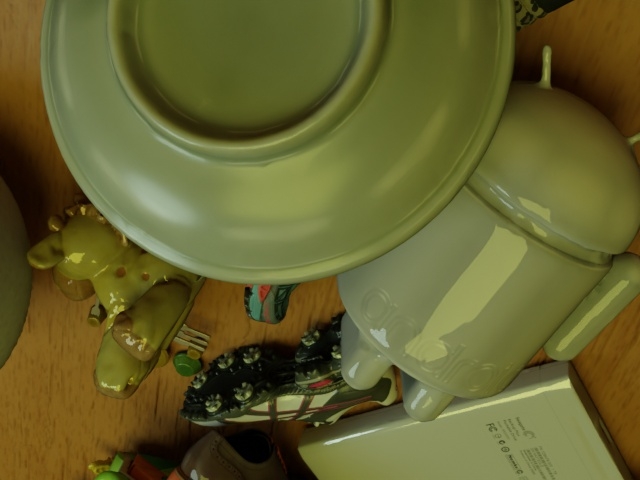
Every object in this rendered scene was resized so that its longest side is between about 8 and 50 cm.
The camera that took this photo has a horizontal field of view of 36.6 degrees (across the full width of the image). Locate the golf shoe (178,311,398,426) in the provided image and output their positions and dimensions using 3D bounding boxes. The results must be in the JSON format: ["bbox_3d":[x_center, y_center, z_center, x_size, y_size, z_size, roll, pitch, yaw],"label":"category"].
[{"bbox_3d":[-0.041,0.183,1.145,0.273,0.105,0.120,-19,125,25],"label":"golf shoe"}]

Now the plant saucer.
[{"bbox_3d":[-0.049,-0.166,0.756,0.401,0.100,0.400,-1,86,10],"label":"plant saucer"}]

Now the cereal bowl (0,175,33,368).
[{"bbox_3d":[-0.448,0.032,1.064,0.339,0.141,0.338,1,93,24],"label":"cereal bowl"}]

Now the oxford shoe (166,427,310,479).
[{"bbox_3d":[-0.067,0.292,1.193,0.098,0.097,0.271,-59,144,1],"label":"oxford shoe"}]

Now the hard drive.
[{"bbox_3d":[0.181,0.282,1.196,0.353,0.047,0.233,-20,119,24],"label":"hard drive"}]

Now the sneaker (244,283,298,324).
[{"bbox_3d":[0.000,0.000,1.000,0.125,0.104,0.261,19,127,-4],"label":"sneaker"}]

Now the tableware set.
[{"bbox_3d":[-0.210,0.113,1.183,0.154,0.024,0.104,22,130,-5],"label":"tableware set"}]

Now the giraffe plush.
[{"bbox_3d":[-0.220,0.037,1.039,0.170,0.181,0.210,32,106,-1],"label":"giraffe plush"}]

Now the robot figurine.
[{"bbox_3d":[0.152,0.002,0.886,0.300,0.199,0.353,27,115,-16],"label":"robot figurine"}]

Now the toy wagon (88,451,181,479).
[{"bbox_3d":[-0.168,0.341,1.226,0.344,0.068,0.267,25,176,39],"label":"toy wagon"}]

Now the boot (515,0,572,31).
[{"bbox_3d":[0.182,-0.289,0.761,0.179,0.085,0.236,-21,117,29],"label":"boot"}]
